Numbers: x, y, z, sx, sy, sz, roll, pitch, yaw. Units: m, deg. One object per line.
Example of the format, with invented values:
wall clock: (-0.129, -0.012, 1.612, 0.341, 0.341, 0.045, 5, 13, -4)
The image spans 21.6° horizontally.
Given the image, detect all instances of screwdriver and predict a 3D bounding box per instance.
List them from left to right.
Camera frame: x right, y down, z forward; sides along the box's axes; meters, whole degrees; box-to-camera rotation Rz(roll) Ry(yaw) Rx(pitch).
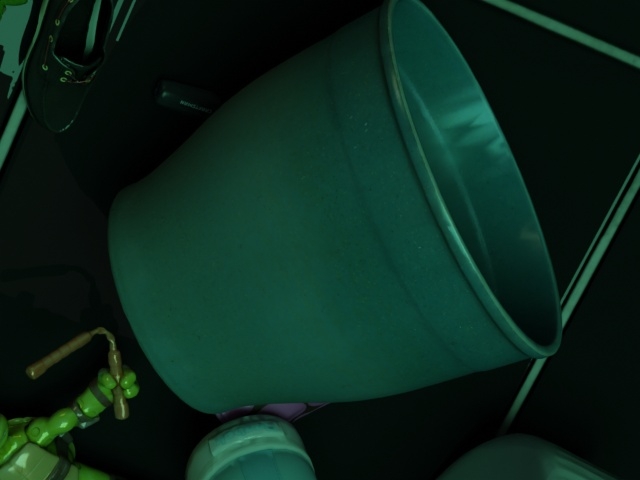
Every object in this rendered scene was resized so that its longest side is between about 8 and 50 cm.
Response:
screwdriver: (-0.050, -0.086, 1.275, 0.170, 0.024, 0.025, 21, 77, -26)

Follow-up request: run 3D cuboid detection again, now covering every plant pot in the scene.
plant pot: (0.000, 0.000, 1.194, 0.255, 0.271, 0.271, -23, 120, 17)

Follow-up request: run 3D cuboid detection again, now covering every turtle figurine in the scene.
turtle figurine: (-0.226, 0.197, 1.315, 0.269, 0.087, 0.217, -44, 126, -4)

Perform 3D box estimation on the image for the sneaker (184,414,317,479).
sneaker: (-0.037, 0.311, 1.353, 0.135, 0.150, 0.366, -16, 134, -4)

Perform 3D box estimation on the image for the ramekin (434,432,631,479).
ramekin: (0.157, 0.293, 1.373, 0.135, 0.277, 0.277, 33, 101, -19)

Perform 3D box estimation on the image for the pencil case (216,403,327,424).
pencil case: (0.008, 0.091, 1.338, 0.209, 0.095, 0.098, -25, 143, -2)

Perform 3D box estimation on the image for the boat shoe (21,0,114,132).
boat shoe: (-0.179, -0.130, 1.194, 0.049, 0.042, 0.133, -7, 131, -35)

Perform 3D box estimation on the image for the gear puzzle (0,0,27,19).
gear puzzle: (-0.247, -0.228, 1.125, 0.175, 0.044, 0.339, 36, 105, -32)
